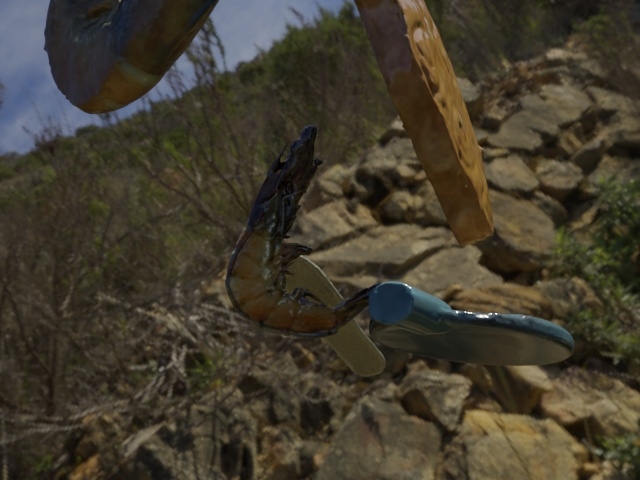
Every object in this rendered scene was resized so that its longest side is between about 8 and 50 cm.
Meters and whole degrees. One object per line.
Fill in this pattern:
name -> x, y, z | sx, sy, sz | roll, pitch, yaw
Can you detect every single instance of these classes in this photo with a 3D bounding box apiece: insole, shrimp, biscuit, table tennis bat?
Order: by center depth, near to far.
shrimp -> 0.001, 0.000, 0.735 | 0.035, 0.148, 0.195 | -175, 106, -84
table tennis bat -> 0.142, 0.096, 0.814 | 0.215, 0.044, 0.329 | -2, -17, 31
shrimp -> -0.205, -0.325, 0.923 | 0.445, 0.272, 0.085 | -23, -14, 40
biscuit -> 0.126, -0.203, 0.935 | 0.062, 0.385, 0.365 | -21, 23, 16
insole -> 0.014, 0.116, 1.156 | 0.081, 0.248, 0.011 | -25, 24, 30
